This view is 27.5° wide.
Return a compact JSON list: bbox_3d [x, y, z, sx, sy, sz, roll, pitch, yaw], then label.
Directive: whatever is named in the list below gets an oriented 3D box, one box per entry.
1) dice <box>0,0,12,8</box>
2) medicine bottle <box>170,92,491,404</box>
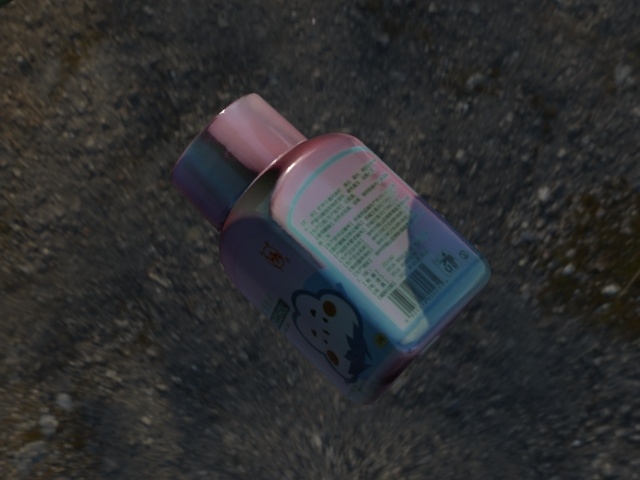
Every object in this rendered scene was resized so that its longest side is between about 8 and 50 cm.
[{"bbox_3d":[-0.172,-0.260,0.406,0.322,0.330,0.318,-28,124,16],"label":"dice"},{"bbox_3d":[0.000,0.000,0.813,0.188,0.119,0.094,44,63,8],"label":"medicine bottle"}]
